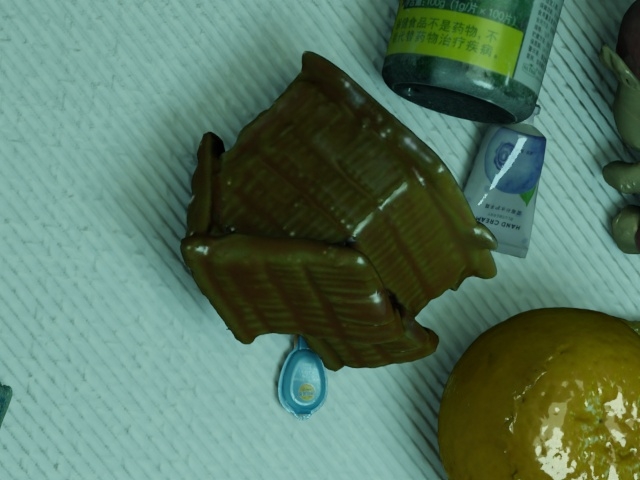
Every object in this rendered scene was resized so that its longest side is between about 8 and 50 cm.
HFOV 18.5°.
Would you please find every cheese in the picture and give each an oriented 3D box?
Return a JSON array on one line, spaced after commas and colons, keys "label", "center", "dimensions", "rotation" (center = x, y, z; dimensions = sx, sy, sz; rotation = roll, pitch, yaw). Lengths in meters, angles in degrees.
[{"label": "cheese", "center": [-0.014, 0.104, 1.738], "dimensions": [0.047, 0.017, 0.111], "rotation": [4, 87, -23]}]

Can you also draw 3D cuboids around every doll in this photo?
[{"label": "doll", "center": [0.343, -0.114, 1.805], "dimensions": [0.196, 0.152, 0.256], "rotation": [-35, 120, -49]}]

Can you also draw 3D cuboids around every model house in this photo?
[{"label": "model house", "center": [0.001, -0.001, 1.675], "dimensions": [0.229, 0.219, 0.199], "rotation": [-39, 143, -12]}]

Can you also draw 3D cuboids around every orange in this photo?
[{"label": "orange", "center": [0.208, 0.164, 1.728], "dimensions": [0.219, 0.193, 0.219], "rotation": [-2, 101, -10]}]

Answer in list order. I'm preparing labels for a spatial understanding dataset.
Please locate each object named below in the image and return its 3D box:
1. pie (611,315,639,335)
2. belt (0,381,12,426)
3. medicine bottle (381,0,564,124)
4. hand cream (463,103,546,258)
[{"label": "pie", "center": [0.334, 0.112, 1.859], "dimensions": [0.170, 0.034, 0.092], "rotation": [4, 86, -26]}, {"label": "belt", "center": [-0.331, 0.114, 1.552], "dimensions": [0.148, 0.163, 0.082], "rotation": [20, 83, 9]}, {"label": "medicine bottle", "center": [0.156, -0.259, 1.742], "dimensions": [0.141, 0.141, 0.293], "rotation": [18, 82, -19]}, {"label": "hand cream", "center": [0.170, -0.059, 1.796], "dimensions": [0.084, 0.053, 0.142], "rotation": [12, 95, -20]}]
